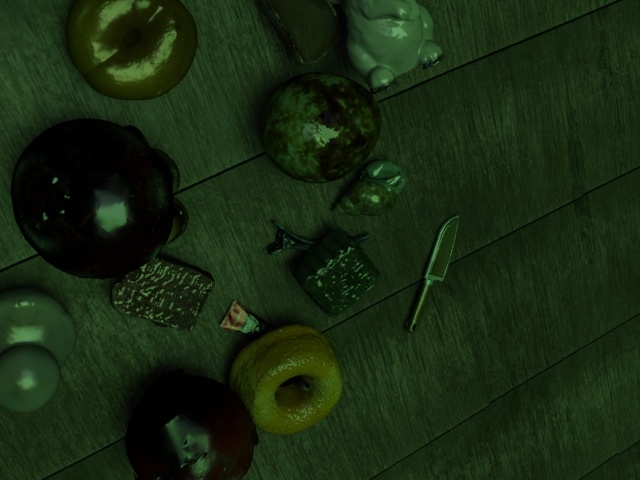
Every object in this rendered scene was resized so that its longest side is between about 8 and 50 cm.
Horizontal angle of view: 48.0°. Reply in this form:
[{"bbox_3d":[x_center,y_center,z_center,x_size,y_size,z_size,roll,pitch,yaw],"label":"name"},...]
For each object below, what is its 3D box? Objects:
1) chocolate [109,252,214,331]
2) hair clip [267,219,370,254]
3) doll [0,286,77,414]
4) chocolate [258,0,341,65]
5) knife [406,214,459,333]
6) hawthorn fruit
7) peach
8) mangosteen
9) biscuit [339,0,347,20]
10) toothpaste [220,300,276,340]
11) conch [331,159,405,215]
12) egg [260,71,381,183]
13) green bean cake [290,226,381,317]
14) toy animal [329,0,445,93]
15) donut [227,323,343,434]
[{"bbox_3d":[-0.353,0.103,1.578,0.214,0.093,0.148,25,92,-31],"label":"chocolate"},{"bbox_3d":[0.000,0.000,1.753,0.275,0.048,0.083,3,103,-32],"label":"hair clip"},{"bbox_3d":[-0.592,0.225,1.433,0.221,0.221,0.251,3,104,-27],"label":"doll"},{"bbox_3d":[-0.064,-0.506,1.537,0.161,0.083,0.261,-44,121,-27],"label":"chocolate"},{"bbox_3d":[0.305,0.090,1.931,0.061,0.027,0.343,15,96,-24],"label":"knife"},{"bbox_3d":[-0.289,0.437,1.609,0.316,0.316,0.316,-8,109,-24],"label":"hawthorn fruit"},{"bbox_3d":[-0.365,-0.392,1.389,0.251,0.153,0.251,-5,100,-26],"label":"peach"},{"bbox_3d":[-0.419,-0.077,1.379,0.330,0.330,0.330,-8,109,-24],"label":"mangosteen"},{"bbox_3d":[0.076,-0.620,1.589,0.147,0.046,0.250,-35,118,-12],"label":"biscuit"},{"bbox_3d":[-0.150,0.220,1.744,0.193,0.045,0.071,34,81,-25],"label":"toothpaste"},{"bbox_3d":[0.129,-0.116,1.743,0.116,0.106,0.173,38,67,-8],"label":"conch"},{"bbox_3d":[0.010,-0.247,1.564,0.289,0.238,0.238,-16,112,-31],"label":"egg"},{"bbox_3d":[0.042,0.084,1.738,0.173,0.094,0.181,-39,133,-4],"label":"green bean cake"},{"bbox_3d":[0.109,-0.499,1.497,0.194,0.258,0.357,-31,108,-12],"label":"toy animal"},{"bbox_3d":[-0.074,0.349,1.745,0.303,0.110,0.303,-13,126,-18],"label":"donut"}]
